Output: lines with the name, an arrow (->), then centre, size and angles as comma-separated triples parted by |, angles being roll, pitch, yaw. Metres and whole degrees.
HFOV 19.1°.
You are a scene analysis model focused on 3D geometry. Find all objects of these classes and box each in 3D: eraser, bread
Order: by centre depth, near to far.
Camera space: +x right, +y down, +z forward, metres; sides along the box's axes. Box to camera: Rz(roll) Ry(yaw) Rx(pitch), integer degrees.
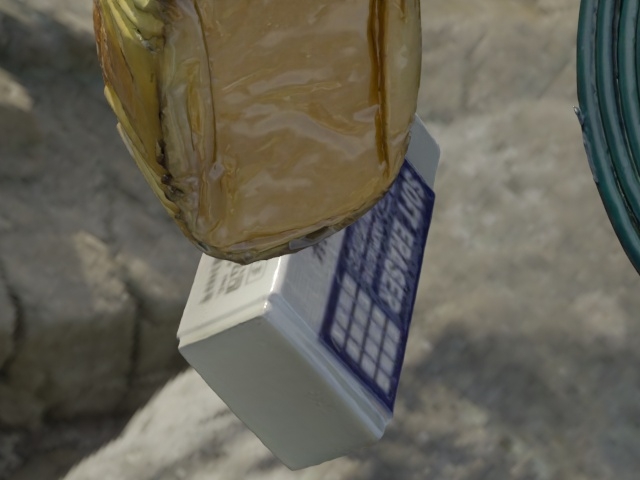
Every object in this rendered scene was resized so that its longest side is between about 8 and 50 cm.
bread -> -0.030, -0.095, 0.820 | 0.132, 0.190, 0.114 | -15, 46, -18
eraser -> 0.000, 0.000, 1.204 | 0.124, 0.081, 0.279 | 49, 34, -28

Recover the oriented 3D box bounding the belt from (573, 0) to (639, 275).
belt -> 0.349, -0.101, 1.360 | 0.173, 0.300, 0.436 | 19, 58, -52
